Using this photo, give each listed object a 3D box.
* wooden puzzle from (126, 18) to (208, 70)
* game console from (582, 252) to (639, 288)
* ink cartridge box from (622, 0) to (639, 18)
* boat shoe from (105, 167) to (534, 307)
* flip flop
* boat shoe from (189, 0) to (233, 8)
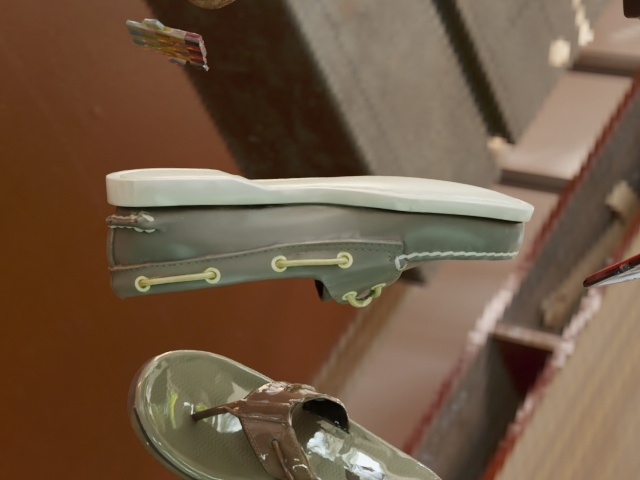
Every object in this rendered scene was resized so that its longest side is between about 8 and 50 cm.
[{"bbox_3d":[-0.099,-0.130,1.140,0.083,0.049,0.006,85,21,-79],"label":"wooden puzzle"},{"bbox_3d":[0.214,0.026,0.800,0.144,0.124,0.085,-11,140,-17],"label":"game console"},{"bbox_3d":[0.468,-0.220,1.528,0.371,0.176,0.069,-2,93,-21],"label":"ink cartridge box"},{"bbox_3d":[-0.001,-0.001,1.246,0.109,0.305,0.091,-138,-129,-80],"label":"boat shoe"},{"bbox_3d":[-0.014,0.154,1.333,0.277,0.080,0.112,27,50,-10],"label":"flip flop"},{"bbox_3d":[-0.067,-0.259,0.938,0.123,0.120,0.324,18,44,-31],"label":"boat shoe"}]
